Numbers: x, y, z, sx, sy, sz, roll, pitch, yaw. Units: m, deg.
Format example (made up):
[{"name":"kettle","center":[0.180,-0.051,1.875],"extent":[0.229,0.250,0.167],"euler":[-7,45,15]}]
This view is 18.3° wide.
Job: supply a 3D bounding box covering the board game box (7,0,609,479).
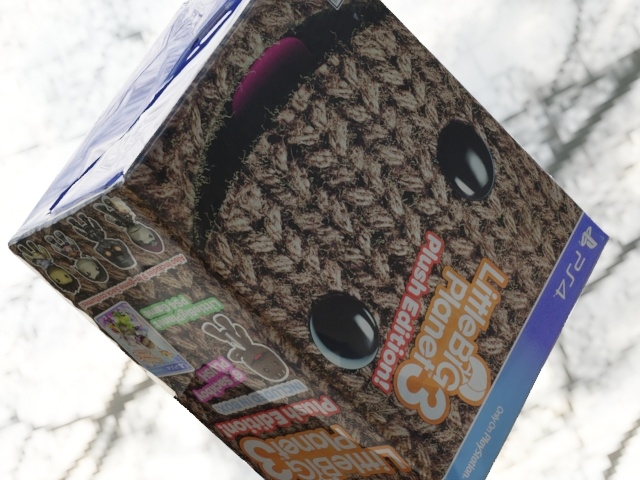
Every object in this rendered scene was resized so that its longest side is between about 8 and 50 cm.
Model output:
[{"name":"board game box","center":[0.000,0.000,1.229],"extent":[0.141,0.291,0.232],"euler":[-22,30,51]}]
